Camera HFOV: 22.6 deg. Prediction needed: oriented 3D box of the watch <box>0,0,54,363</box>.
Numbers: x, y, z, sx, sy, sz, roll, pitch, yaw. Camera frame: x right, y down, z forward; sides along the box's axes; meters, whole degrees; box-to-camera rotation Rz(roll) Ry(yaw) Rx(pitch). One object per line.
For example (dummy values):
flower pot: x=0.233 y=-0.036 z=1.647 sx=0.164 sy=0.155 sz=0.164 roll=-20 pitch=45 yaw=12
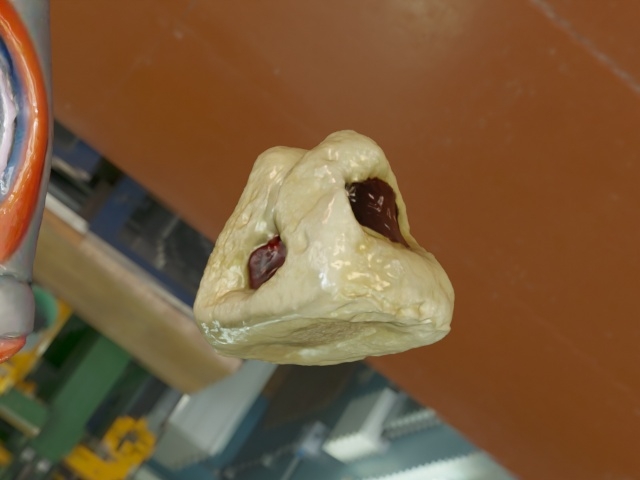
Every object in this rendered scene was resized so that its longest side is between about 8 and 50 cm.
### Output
watch: x=-0.292 y=-0.045 z=0.775 sx=0.305 sy=0.241 sz=0.274 roll=7 pitch=174 yaw=-25

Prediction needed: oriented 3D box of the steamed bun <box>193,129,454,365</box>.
steamed bun: x=0.000 y=0.000 z=1.144 sx=0.172 sy=0.155 sz=0.141 roll=-17 pitch=156 yaw=38
